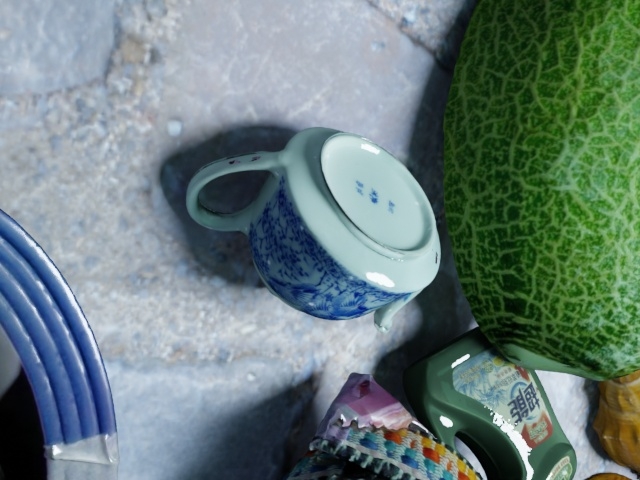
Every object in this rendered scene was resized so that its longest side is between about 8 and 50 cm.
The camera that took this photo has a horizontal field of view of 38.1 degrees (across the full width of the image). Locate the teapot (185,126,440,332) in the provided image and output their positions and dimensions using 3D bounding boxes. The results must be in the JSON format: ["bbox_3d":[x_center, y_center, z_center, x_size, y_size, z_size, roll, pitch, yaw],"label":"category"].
[{"bbox_3d":[0.000,0.000,0.759,0.232,0.159,0.159,31,83,-23],"label":"teapot"}]

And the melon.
[{"bbox_3d":[0.268,-0.049,0.856,0.331,0.226,0.343,13,75,2],"label":"melon"}]

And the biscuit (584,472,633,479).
[{"bbox_3d":[0.343,0.378,1.151,0.188,0.027,0.187,-9,105,-33],"label":"biscuit"}]

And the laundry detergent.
[{"bbox_3d":[0.177,0.198,0.898,0.144,0.078,0.221,-23,82,-35],"label":"laundry detergent"}]

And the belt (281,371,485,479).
[{"bbox_3d":[0.066,0.286,0.813,0.207,0.160,0.295,-43,90,11],"label":"belt"}]

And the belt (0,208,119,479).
[{"bbox_3d":[-0.255,0.115,0.613,0.212,0.117,0.346,-19,110,-29],"label":"belt"}]

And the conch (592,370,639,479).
[{"bbox_3d":[0.400,0.230,1.114,0.109,0.093,0.330,-48,125,-24],"label":"conch"}]
